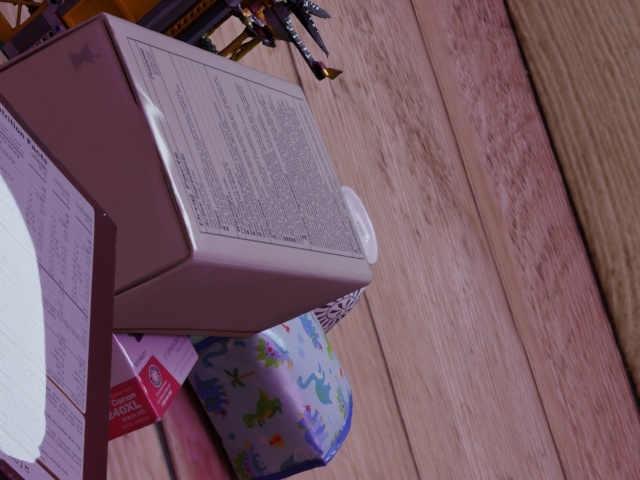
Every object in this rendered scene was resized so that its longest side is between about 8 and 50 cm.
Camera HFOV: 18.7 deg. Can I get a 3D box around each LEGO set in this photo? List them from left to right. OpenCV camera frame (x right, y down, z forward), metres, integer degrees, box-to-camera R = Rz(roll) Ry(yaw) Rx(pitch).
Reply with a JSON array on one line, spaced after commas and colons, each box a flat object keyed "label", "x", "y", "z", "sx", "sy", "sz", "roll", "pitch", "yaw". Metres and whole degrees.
[{"label": "LEGO set", "x": -0.124, "y": -0.219, "z": 1.342, "sx": 0.255, "sy": 0.192, "sz": 0.331, "roll": 56, "pitch": 16, "yaw": 18}]

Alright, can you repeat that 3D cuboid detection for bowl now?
[{"label": "bowl", "x": 0.000, "y": 0.000, "z": 1.714, "sx": 0.170, "sy": 0.080, "sz": 0.170, "roll": 54, "pitch": 24, "yaw": -38}]

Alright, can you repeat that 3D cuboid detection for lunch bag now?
[{"label": "lunch bag", "x": -0.033, "y": 0.097, "z": 1.483, "sx": 0.129, "sy": 0.096, "sz": 0.151, "roll": 64, "pitch": 28, "yaw": -14}]

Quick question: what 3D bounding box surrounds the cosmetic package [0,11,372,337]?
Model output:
[{"label": "cosmetic package", "x": -0.087, "y": -0.030, "z": 1.239, "sx": 0.309, "sy": 0.113, "sz": 0.160, "roll": 11, "pitch": 56, "yaw": -68}]

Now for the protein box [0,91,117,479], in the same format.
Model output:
[{"label": "protein box", "x": -0.210, "y": 0.056, "z": 0.849, "sx": 0.136, "sy": 0.200, "sz": 0.201, "roll": 53, "pitch": 23, "yaw": -40}]

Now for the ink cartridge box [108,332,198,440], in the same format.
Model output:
[{"label": "ink cartridge box", "x": -0.150, "y": 0.042, "z": 1.258, "sx": 0.150, "sy": 0.063, "sz": 0.109, "roll": 64, "pitch": 18, "yaw": -13}]
